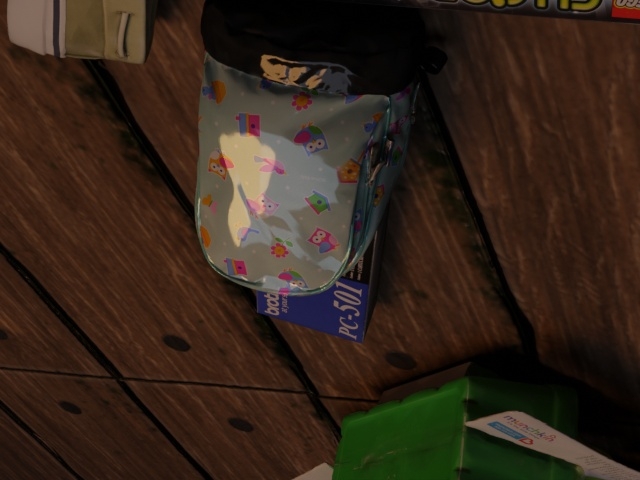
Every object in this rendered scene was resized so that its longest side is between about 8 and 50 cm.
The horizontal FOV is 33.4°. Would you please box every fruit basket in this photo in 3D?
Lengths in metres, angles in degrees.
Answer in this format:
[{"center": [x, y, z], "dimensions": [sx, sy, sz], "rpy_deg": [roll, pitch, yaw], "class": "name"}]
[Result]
[{"center": [0.199, 0.241, 1.011], "dimensions": [0.353, 0.166, 0.327], "rpy_deg": [20, 150, -28], "class": "fruit basket"}]

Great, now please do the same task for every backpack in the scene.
[{"center": [-0.016, -0.059, 0.665], "dimensions": [0.151, 0.115, 0.182], "rpy_deg": [17, 124, 15], "class": "backpack"}]

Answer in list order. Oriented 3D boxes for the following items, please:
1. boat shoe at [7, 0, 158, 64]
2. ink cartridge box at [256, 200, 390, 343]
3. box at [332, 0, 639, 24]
[{"center": [-0.117, -0.199, 0.585], "dimensions": [0.094, 0.109, 0.302], "rpy_deg": [10, 157, -13], "class": "boat shoe"}, {"center": [0.000, 0.000, 0.833], "dimensions": [0.097, 0.046, 0.207], "rpy_deg": [15, 146, 9], "class": "ink cartridge box"}, {"center": [0.083, -0.173, 0.555], "dimensions": [0.206, 0.036, 0.114], "rpy_deg": [8, 144, 18], "class": "box"}]
